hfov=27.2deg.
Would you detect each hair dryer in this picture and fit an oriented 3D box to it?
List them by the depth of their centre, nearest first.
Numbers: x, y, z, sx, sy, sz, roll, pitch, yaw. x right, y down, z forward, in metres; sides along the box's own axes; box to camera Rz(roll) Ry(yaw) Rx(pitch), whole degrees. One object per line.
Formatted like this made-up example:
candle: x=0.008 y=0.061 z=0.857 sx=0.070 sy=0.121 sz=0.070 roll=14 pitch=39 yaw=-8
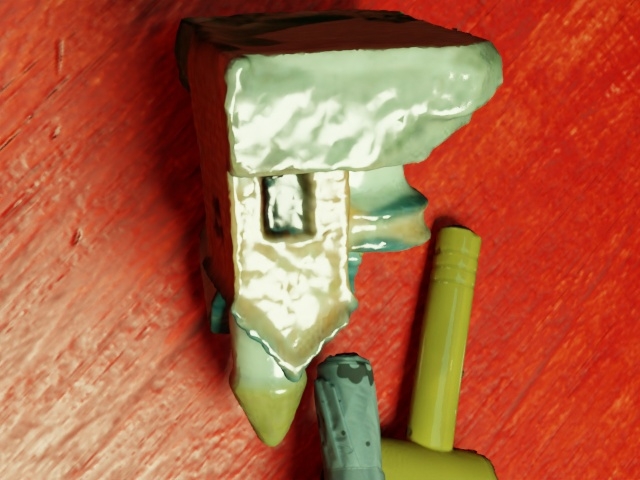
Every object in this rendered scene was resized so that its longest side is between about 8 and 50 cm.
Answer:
hair dryer: x=0.088 y=0.122 z=1.134 sx=0.135 sy=0.090 sz=0.279 roll=14 pitch=80 yaw=-24

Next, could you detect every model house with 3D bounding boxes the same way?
model house: x=0.000 y=0.000 z=0.992 sx=0.194 sy=0.267 sz=0.325 roll=-3 pitch=106 yaw=-14

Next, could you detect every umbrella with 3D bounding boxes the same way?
umbrella: x=0.026 y=0.210 z=1.025 sx=0.053 sy=0.052 sz=0.250 roll=-8 pitch=73 yaw=13
